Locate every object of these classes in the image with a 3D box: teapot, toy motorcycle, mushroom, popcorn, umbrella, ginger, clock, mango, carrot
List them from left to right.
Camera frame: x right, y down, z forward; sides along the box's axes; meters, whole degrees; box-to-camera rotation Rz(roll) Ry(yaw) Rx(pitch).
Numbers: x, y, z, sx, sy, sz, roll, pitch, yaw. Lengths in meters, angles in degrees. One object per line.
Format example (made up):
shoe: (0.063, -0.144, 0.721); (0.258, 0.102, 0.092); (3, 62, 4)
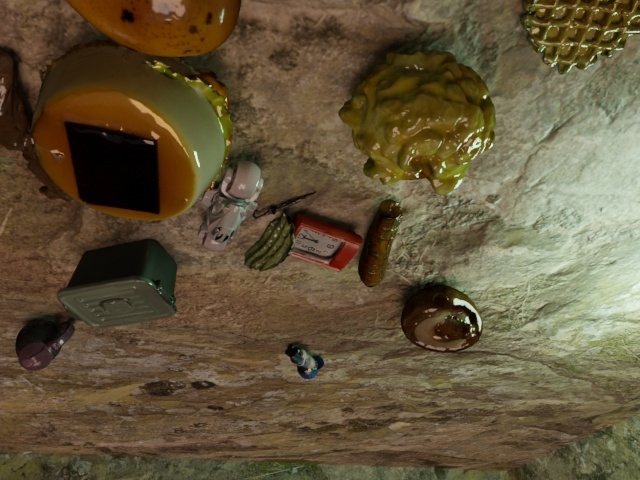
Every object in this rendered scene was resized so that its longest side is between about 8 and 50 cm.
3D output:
ginger: (-0.486, -0.173, 0.773); (0.121, 0.084, 0.290); (-1, 140, 8)
teapot: (-0.757, 0.293, 1.270); (0.148, 0.146, 0.116); (-1, 103, -25)
mango: (-0.229, -0.339, 0.535); (0.190, 0.160, 0.290); (-19, 135, 33)
toy motorcycle: (-0.184, -0.053, 0.918); (0.112, 0.113, 0.254); (16, 138, -21)
umbrella: (-0.075, -0.071, 0.970); (0.148, 0.022, 0.022); (-16, 165, 16)
clock: (0.000, 0.000, 1.032); (0.154, 0.061, 0.113); (18, 137, -18)
carrot: (0.134, 0.014, 1.050); (0.070, 0.070, 0.260); (3, 140, -6)
popcorn: (0.152, -0.175, 0.728); (0.234, 0.181, 0.217); (-9, 140, 8)
mushroom: (0.323, 0.206, 1.254); (0.194, 0.138, 0.231); (-18, 129, 39)

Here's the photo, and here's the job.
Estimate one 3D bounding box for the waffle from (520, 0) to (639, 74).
waffle: (0.387, -0.331, 0.667); (0.169, 0.036, 0.183); (-28, 132, 31)

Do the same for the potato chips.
potato chips: (-0.115, 0.020, 1.028); (0.028, 0.092, 0.207); (-2, 151, -44)

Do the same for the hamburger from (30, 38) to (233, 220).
hamburger: (-0.286, -0.166, 0.723); (0.293, 0.179, 0.276); (7, 137, -7)

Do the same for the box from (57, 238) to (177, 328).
box: (-0.451, 0.098, 1.067); (0.243, 0.135, 0.163); (-11, 139, 11)

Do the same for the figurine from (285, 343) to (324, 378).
figurine: (-0.054, 0.393, 1.495); (0.086, 0.087, 0.149); (15, 157, 44)
